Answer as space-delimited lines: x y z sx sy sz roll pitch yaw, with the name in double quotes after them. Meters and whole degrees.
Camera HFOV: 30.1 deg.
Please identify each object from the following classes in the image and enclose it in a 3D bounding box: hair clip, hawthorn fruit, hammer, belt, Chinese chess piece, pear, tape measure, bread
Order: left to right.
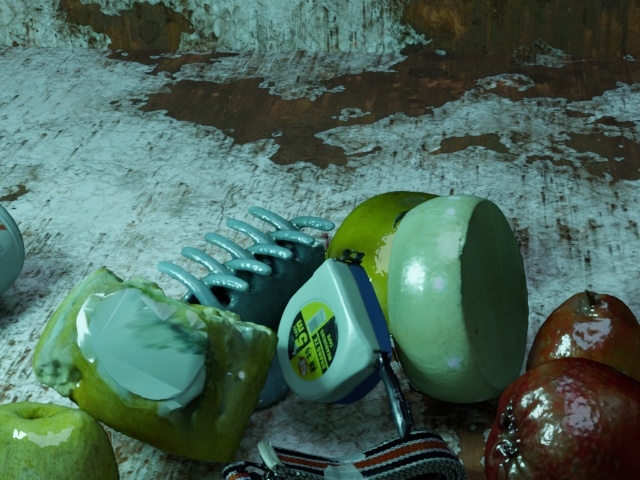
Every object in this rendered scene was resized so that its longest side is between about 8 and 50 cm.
-0.400 0.344 1.721 0.229 0.211 0.188 4 6 39 "pear"
-0.284 0.173 1.843 0.395 0.239 0.264 21 -9 11 "bread"
-0.120 0.103 2.131 0.392 0.238 0.318 20 37 35 "hair clip"
0.000 0.000 2.550 0.053 0.031 0.083 10 19 15 "hammer"
0.038 0.355 1.764 0.360 0.126 0.094 -4 17 -16 "belt"
0.045 0.211 1.898 0.098 0.215 0.351 13 44 -37 "tape measure"
0.166 0.011 2.335 0.340 0.191 0.386 8 28 19 "pear"
0.231 0.097 1.996 0.146 0.349 0.349 -6 23 27 "Chinese chess piece"
0.433 0.182 1.909 0.211 0.262 0.210 2 28 -1 "hawthorn fruit"
0.396 0.307 1.701 0.307 0.265 0.265 17 24 -13 "hawthorn fruit"

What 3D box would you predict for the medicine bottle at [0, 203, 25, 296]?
-0.725 0.063 2.230 0.245 0.245 0.306 7 35 16 "medicine bottle"
